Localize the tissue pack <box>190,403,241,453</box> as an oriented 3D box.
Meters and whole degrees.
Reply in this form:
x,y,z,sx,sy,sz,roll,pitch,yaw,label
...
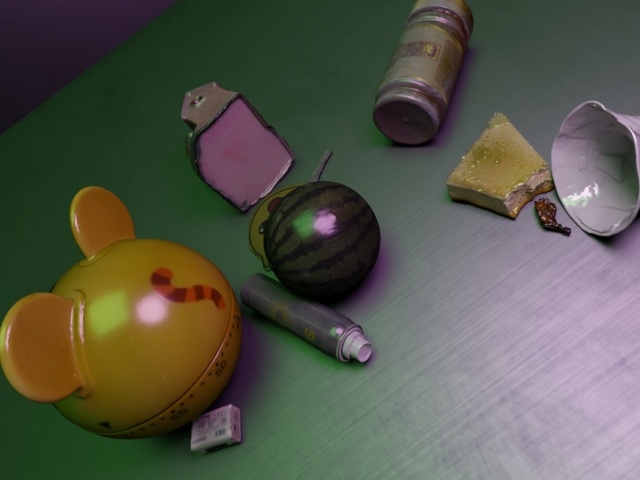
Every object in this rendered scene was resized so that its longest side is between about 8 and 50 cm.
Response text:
x,y,z,sx,sy,sz,roll,pitch,yaw,label
-0.181,0.328,0.787,0.083,0.042,0.062,-23,50,14,tissue pack

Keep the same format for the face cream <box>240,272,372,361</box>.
x,y,z,sx,sy,sz,roll,pitch,yaw,label
-0.030,0.139,0.818,0.284,0.073,0.073,22,70,37,face cream

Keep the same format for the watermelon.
x,y,z,sx,sy,sz,roll,pitch,yaw,label
0.000,0.000,0.815,0.212,0.212,0.212,-15,52,19,watermelon

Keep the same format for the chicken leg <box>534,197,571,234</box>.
x,y,z,sx,sy,sz,roll,pitch,yaw,label
0.381,-0.039,0.754,0.036,0.021,0.083,-13,51,1,chicken leg

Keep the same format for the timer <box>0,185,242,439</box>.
x,y,z,sx,sy,sz,roll,pitch,yaw,label
-0.326,0.137,0.767,0.376,0.387,0.376,-16,45,16,timer

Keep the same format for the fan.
x,y,z,sx,sy,sz,roll,pitch,yaw,label
-0.051,-0.077,1.024,0.230,0.011,0.335,10,64,34,fan

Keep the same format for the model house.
x,y,z,sx,sy,sz,roll,pitch,yaw,label
-0.240,-0.233,1.098,0.202,0.237,0.237,-51,45,-3,model house

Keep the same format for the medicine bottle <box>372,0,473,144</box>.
x,y,z,sx,sy,sz,roll,pitch,yaw,label
0.226,-0.375,0.990,0.151,0.151,0.322,6,61,32,medicine bottle

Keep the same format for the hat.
x,y,z,sx,sy,sz,roll,pitch,yaw,label
0.461,-0.114,0.683,0.126,0.203,0.203,-12,50,-6,hat

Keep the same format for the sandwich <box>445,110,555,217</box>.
x,y,z,sx,sy,sz,roll,pitch,yaw,label
0.346,-0.139,0.823,0.162,0.058,0.193,26,71,37,sandwich
